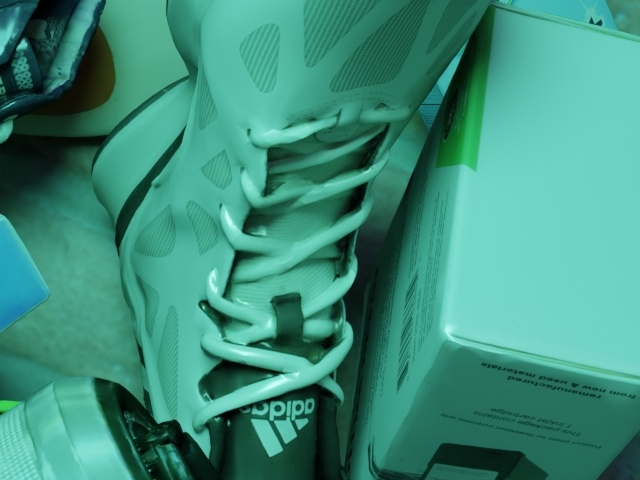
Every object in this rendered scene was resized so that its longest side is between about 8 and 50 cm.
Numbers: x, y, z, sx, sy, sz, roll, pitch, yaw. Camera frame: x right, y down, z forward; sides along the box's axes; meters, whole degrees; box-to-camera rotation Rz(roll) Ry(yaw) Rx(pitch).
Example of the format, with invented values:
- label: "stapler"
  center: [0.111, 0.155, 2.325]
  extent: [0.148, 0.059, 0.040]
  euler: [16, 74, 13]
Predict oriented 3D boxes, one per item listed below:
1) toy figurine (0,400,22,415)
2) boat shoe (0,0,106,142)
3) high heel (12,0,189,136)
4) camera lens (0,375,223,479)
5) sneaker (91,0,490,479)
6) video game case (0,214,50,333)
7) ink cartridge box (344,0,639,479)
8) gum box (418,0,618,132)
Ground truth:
- label: "toy figurine"
  center: [-0.212, 0.173, 0.894]
  extent: [0.173, 0.130, 0.159]
  euler: [-1, 70, 22]
- label: "boat shoe"
  center: [-0.249, -0.083, 0.905]
  extent: [0.158, 0.127, 0.340]
  euler: [8, 49, 19]
- label: "high heel"
  center: [-0.107, -0.167, 1.143]
  extent: [0.377, 0.127, 0.181]
  euler: [-8, 23, -3]
- label: "camera lens"
  center: [-0.150, 0.211, 0.743]
  extent: [0.274, 0.219, 0.219]
  euler: [-33, 68, -2]
- label: "sneaker"
  center: [0.001, 0.000, 0.850]
  extent: [0.169, 0.447, 0.257]
  euler: [-5, 70, -22]
- label: "video game case"
  center: [-0.321, 0.062, 0.891]
  extent: [0.269, 0.061, 0.244]
  euler: [-38, 29, -25]
- label: "ink cartridge box"
  center: [0.101, 0.041, 0.917]
  extent: [0.121, 0.289, 0.211]
  euler: [12, 59, -4]
- label: "gum box"
  center: [0.137, -0.111, 1.088]
  extent: [0.157, 0.041, 0.184]
  euler: [-39, 115, -25]
